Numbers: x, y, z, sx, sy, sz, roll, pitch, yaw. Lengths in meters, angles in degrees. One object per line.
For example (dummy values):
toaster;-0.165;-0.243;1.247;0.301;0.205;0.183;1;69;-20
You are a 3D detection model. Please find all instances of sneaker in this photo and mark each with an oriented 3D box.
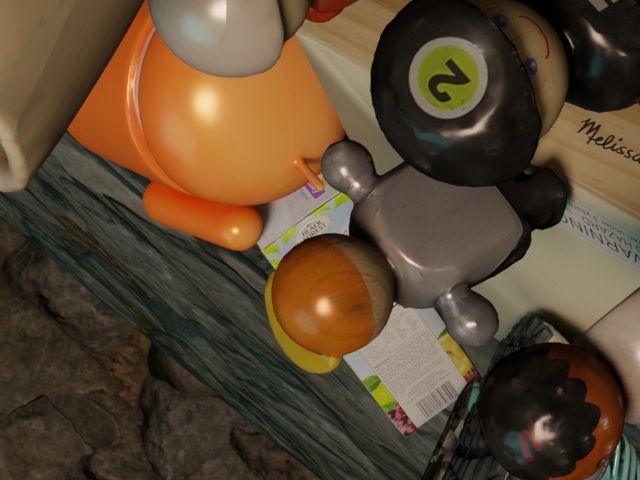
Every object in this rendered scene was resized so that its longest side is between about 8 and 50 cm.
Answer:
sneaker;0.134;0.119;0.922;0.122;0.110;0.283;23;169;1

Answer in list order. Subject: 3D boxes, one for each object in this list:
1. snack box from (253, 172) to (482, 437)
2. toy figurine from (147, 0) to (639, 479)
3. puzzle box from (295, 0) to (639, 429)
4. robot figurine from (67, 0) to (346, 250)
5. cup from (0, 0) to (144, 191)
snack box;0.000;0.000;1.059;0.207;0.070;0.174;52;180;-45
toy figurine;0.054;-0.031;0.599;0.213;0.148;0.209;28;140;46
puzzle box;0.185;0.043;0.798;0.409;0.052;0.272;33;164;32
robot figurine;-0.065;-0.088;0.917;0.128;0.158;0.219;29;176;-37
cup;-0.130;-0.207;0.455;0.331;0.237;0.331;37;167;10
